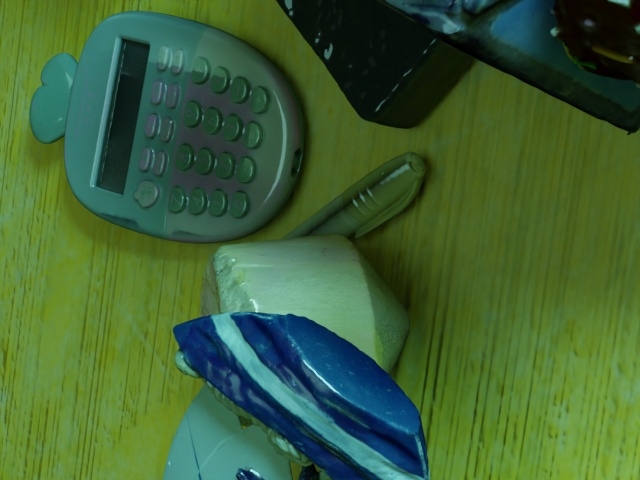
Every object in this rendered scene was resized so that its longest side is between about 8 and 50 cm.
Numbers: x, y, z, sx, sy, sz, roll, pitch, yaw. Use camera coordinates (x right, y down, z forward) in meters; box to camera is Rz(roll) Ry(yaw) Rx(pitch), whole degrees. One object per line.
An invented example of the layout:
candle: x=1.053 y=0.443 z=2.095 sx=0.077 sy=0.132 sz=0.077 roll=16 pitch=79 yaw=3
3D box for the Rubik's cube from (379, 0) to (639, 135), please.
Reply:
Rubik's cube: x=0.106 y=-0.285 z=1.121 sx=0.310 sy=0.305 sz=0.307 roll=34 pitch=99 yaw=32

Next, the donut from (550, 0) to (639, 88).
donut: x=0.227 y=-0.179 z=0.990 sx=0.089 sy=0.235 sz=0.235 roll=40 pitch=114 yaw=37

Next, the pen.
pen: x=0.000 y=0.000 z=1.422 sx=0.233 sy=0.032 sz=0.040 roll=-37 pitch=90 yaw=35

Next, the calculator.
calculator: x=-0.134 y=-0.097 z=1.525 sx=0.299 sy=0.041 sz=0.186 roll=16 pitch=99 yaw=37

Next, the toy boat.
toy boat: x=-0.022 y=0.184 z=1.273 sx=0.210 sy=0.070 sz=0.292 roll=19 pitch=119 yaw=24

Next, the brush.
brush: x=0.035 y=-0.191 z=1.372 sx=0.123 sy=0.059 sz=0.197 roll=-48 pitch=62 yaw=26

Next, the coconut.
coconut: x=-0.009 y=0.067 z=1.357 sx=0.147 sy=0.152 sz=0.147 roll=179 pitch=90 yaw=-76
